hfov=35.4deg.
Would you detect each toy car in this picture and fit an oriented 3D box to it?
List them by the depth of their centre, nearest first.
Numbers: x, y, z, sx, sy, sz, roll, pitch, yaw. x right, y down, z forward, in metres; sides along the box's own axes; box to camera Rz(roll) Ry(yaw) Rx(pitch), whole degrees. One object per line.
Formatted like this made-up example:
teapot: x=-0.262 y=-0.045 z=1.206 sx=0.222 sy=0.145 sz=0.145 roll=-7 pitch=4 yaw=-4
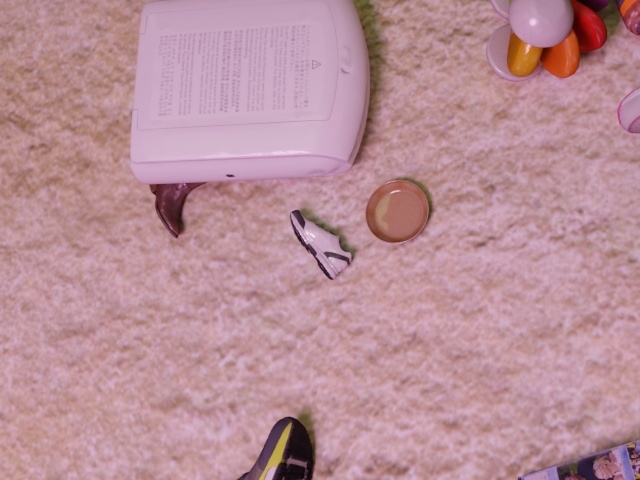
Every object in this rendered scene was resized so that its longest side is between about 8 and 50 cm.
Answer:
toy car: x=0.280 y=-0.280 z=1.203 sx=0.136 sy=0.159 sz=0.181 roll=5 pitch=77 yaw=-4

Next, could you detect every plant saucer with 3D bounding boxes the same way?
plant saucer: x=0.098 y=-0.035 z=1.276 sx=0.084 sy=0.015 sz=0.083 roll=-5 pitch=76 yaw=19

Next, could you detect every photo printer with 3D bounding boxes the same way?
photo printer: x=-0.088 y=-0.203 z=1.322 sx=0.308 sy=0.107 sz=0.255 roll=-2 pitch=74 yaw=12

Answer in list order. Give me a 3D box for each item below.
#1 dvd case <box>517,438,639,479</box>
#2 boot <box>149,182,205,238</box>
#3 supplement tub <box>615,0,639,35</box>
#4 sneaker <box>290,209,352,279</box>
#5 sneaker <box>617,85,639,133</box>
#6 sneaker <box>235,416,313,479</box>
dvd case: x=0.329 y=0.304 z=1.039 sx=0.253 sy=0.022 sz=0.180 roll=-32 pitch=65 yaw=42
boot: x=-0.173 y=-0.071 z=1.376 sx=0.114 sy=0.037 sz=0.106 roll=-27 pitch=68 yaw=8
supplement tub: x=0.394 y=-0.315 z=1.185 sx=0.106 sy=0.106 sz=0.197 roll=-20 pitch=72 yaw=15
sneaker: x=0.000 y=0.000 z=1.297 sx=0.044 sy=0.040 sz=0.109 roll=-35 pitch=71 yaw=-8
sneaker: x=0.461 y=-0.129 z=1.116 sx=0.252 sy=0.103 sz=0.111 roll=1 pitch=76 yaw=21
sneaker: x=-0.117 y=0.340 z=1.219 sx=0.121 sy=0.111 sz=0.299 roll=29 pitch=86 yaw=28
